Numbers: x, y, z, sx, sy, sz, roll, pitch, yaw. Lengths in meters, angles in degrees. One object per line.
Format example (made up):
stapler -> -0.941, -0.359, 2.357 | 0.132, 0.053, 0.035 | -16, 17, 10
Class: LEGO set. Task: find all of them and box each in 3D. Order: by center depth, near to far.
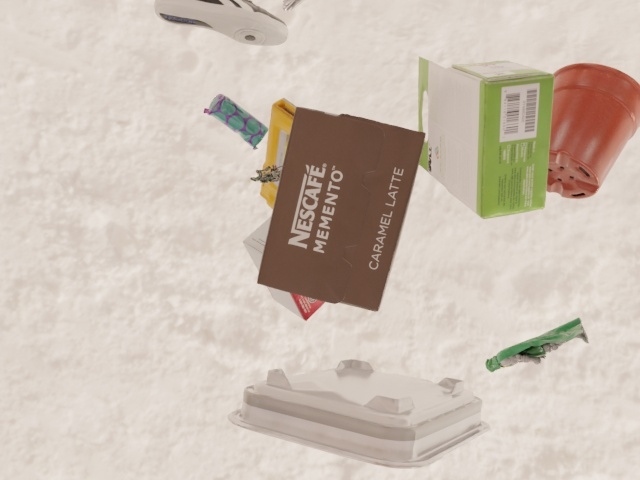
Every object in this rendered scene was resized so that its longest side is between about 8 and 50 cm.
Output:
LEGO set -> -0.071, -0.093, 0.951 | 0.054, 0.083, 0.023 | -14, 103, 9

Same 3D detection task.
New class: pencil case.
pencil case -> -0.199, -0.285, 1.576 | 0.070, 0.064, 0.152 | -25, 132, 39

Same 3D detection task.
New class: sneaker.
sneaker -> -0.150, -0.396, 1.053 | 0.217, 0.079, 0.121 | 9, 74, -21

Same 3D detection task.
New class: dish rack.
dish rack -> 0.067, 0.225, 0.925 | 0.285, 0.333, 0.072 | 4, 87, 31

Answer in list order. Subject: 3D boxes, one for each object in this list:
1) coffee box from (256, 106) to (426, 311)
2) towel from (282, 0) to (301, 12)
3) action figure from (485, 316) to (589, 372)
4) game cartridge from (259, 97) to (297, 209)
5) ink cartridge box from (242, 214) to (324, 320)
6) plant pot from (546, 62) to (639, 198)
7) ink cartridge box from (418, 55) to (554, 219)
coffee box -> 0.028, -0.036, 0.595 | 0.098, 0.246, 0.141 | 14, 97, 6
towel -> -0.024, -0.710, 1.835 | 0.209, 0.285, 0.034 | -38, 106, 9
action figure -> 0.480, 0.245, 1.478 | 0.232, 0.137, 0.063 | -25, 81, 21
game cartridge -> -0.016, -0.124, 1.503 | 0.285, 0.053, 0.323 | 38, 145, 17
ink cartridge box -> 0.000, 0.000, 0.889 | 0.072, 0.175, 0.127 | 28, 152, 41
plant pot -> 0.672, -0.270, 1.716 | 0.272, 0.272, 0.265 | 31, 73, 3
ink cartridge box -> 0.226, -0.168, 0.963 | 0.097, 0.255, 0.189 | -9, 115, -9
